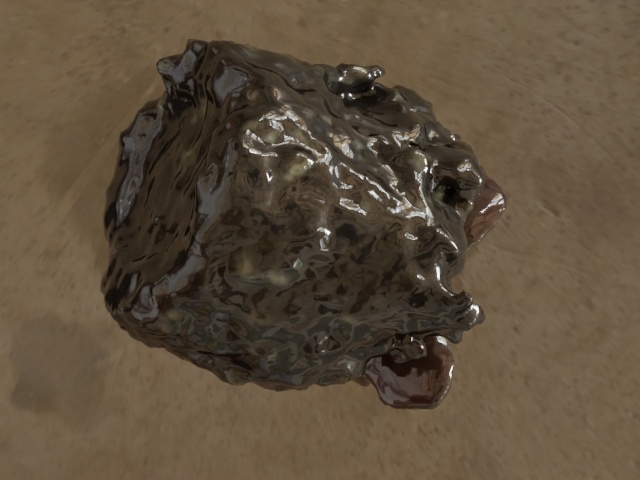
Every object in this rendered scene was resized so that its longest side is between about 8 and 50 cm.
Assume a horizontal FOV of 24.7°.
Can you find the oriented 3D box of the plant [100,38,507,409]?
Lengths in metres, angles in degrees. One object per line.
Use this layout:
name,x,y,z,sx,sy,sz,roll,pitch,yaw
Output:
plant,0.000,0.000,0.811,0.234,0.178,0.204,25,124,-28
